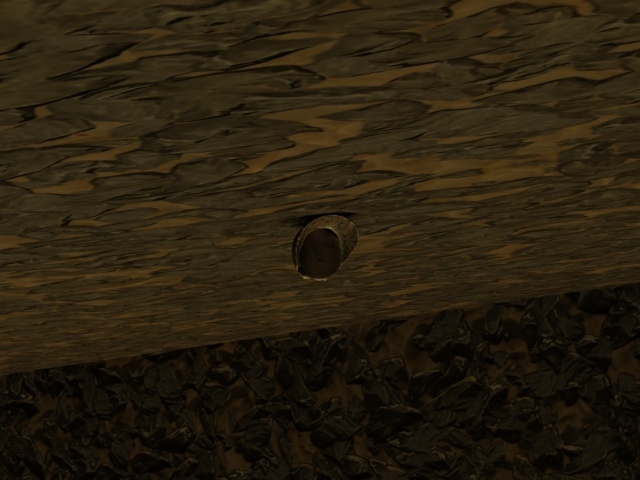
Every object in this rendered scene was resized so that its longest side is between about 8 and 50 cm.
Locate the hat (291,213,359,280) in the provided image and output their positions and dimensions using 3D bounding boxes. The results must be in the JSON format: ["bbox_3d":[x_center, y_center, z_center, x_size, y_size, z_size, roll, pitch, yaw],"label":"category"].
[{"bbox_3d":[0.000,-0.003,1.343,0.058,0.042,0.087,-8,140,-13],"label":"hat"}]
